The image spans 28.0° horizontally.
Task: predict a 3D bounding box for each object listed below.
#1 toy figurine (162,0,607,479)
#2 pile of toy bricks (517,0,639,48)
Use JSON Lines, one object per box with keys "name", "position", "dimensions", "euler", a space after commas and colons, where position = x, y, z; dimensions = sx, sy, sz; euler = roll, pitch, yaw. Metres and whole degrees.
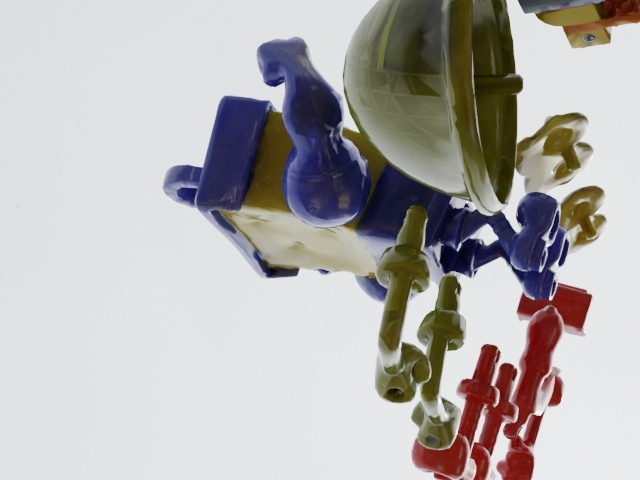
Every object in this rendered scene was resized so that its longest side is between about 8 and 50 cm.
{"name": "toy figurine", "position": [0.000, 0.000, 0.630], "dimensions": [0.217, 0.362, 0.191], "euler": [14, -105, 22]}
{"name": "pile of toy bricks", "position": [0.178, -0.098, 0.484], "dimensions": [0.105, 0.212, 0.118], "euler": [49, -136, -48]}
